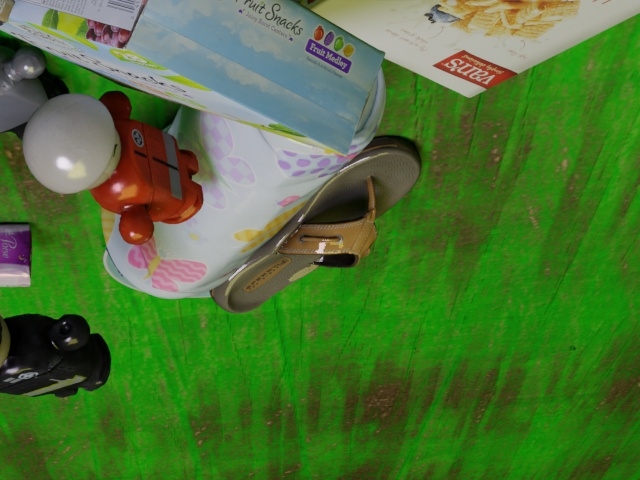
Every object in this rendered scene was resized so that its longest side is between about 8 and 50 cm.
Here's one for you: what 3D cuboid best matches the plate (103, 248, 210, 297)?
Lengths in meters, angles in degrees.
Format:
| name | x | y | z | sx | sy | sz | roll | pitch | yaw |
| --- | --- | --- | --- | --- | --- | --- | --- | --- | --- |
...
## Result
| name | x | y | z | sx | sy | sz | roll | pitch | yaw |
| --- | --- | --- | --- | --- | --- | --- | --- | --- | --- |
| plate | -0.093 | 0.004 | 1.290 | 0.188 | 0.024 | 0.188 | -5 | 155 | -2 |

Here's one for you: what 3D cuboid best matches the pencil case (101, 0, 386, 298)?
| name | x | y | z | sx | sy | sz | roll | pitch | yaw |
| --- | --- | --- | --- | --- | --- | --- | --- | --- | --- |
| pencil case | -0.062 | -0.060 | 1.048 | 0.113 | 0.124 | 0.273 | -24 | 170 | -36 |

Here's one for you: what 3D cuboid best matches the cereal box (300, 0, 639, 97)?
| name | x | y | z | sx | sy | sz | roll | pitch | yaw |
| --- | --- | --- | --- | --- | --- | --- | --- | --- | --- |
| cereal box | 0.128 | -0.175 | 0.916 | 0.240 | 0.047 | 0.173 | -26 | 149 | 37 |

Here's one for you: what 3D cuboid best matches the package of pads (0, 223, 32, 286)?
| name | x | y | z | sx | sy | sz | roll | pitch | yaw |
| --- | --- | --- | --- | --- | --- | --- | --- | --- | --- |
| package of pads | -0.278 | 0.013 | 1.229 | 0.083 | 0.050 | 0.032 | 1 | 155 | -14 |

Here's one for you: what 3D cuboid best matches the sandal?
| name | x | y | z | sx | sy | sz | roll | pitch | yaw |
| --- | --- | --- | --- | --- | --- | --- | --- | --- | --- |
| sandal | 0.000 | 0.000 | 1.214 | 0.219 | 0.060 | 0.090 | -38 | 146 | 18 |

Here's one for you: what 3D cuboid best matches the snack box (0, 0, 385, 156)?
| name | x | y | z | sx | sy | sz | roll | pitch | yaw |
| --- | --- | --- | --- | --- | --- | --- | --- | --- | --- |
| snack box | -0.098 | -0.122 | 0.828 | 0.207 | 0.070 | 0.174 | 19 | 178 | 41 |

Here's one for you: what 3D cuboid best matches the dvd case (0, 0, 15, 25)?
| name | x | y | z | sx | sy | sz | roll | pitch | yaw |
| --- | --- | --- | --- | --- | --- | --- | --- | --- | --- |
| dvd case | -0.280 | -0.156 | 0.754 | 0.221 | 0.018 | 0.164 | 27 | 166 | -28 |

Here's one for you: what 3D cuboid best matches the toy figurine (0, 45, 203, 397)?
| name | x | y | z | sx | sy | sz | roll | pitch | yaw |
| --- | --- | --- | --- | --- | --- | --- | --- | --- | --- |
| toy figurine | -0.207 | -0.019 | 0.949 | 0.213 | 0.209 | 0.148 | -60 | 150 | 5 |
